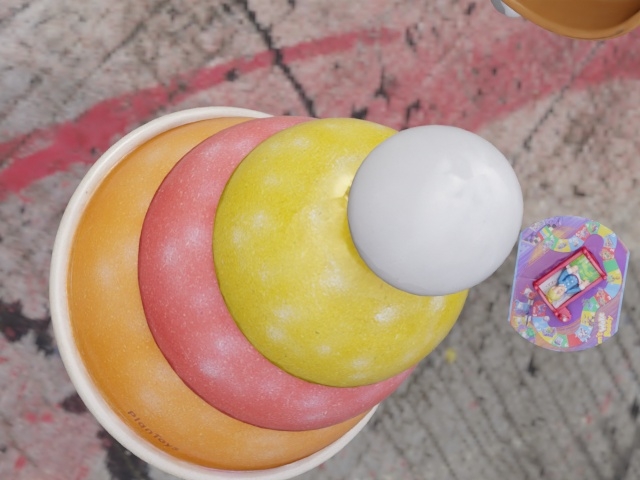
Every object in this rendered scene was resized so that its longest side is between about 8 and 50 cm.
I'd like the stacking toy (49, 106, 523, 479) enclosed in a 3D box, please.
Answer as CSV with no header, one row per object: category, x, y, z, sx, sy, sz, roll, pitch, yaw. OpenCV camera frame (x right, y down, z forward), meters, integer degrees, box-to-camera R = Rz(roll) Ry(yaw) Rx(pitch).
stacking toy,0.012,0.018,1.088,0.351,0.480,0.350,5,79,-26

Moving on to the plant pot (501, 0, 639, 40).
plant pot,0.258,-0.354,1.237,0.203,0.291,0.291,-38,125,-23

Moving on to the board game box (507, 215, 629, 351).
board game box,0.299,0.056,1.655,0.033,0.133,0.168,-55,152,-77

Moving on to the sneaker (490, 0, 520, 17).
sneaker,0.246,-0.422,1.920,0.105,0.115,0.281,12,59,-31
